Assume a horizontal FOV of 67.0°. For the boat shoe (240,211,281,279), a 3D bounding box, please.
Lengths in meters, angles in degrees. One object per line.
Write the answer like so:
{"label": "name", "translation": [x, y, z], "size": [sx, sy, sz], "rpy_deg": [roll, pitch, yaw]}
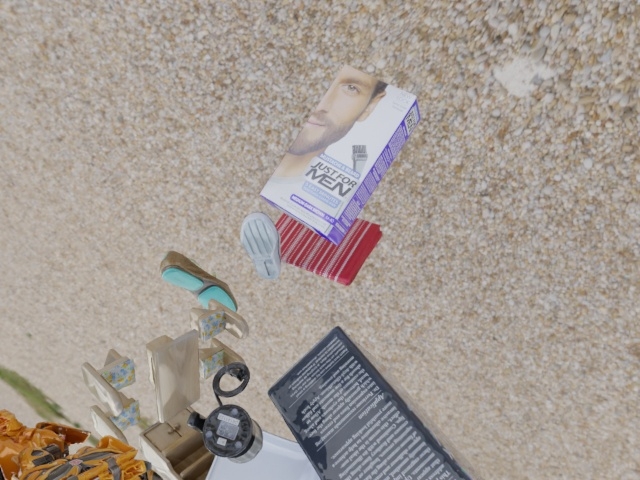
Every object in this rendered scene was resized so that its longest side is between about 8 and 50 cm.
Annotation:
{"label": "boat shoe", "translation": [-0.134, 0.000, 1.107], "size": [0.083, 0.076, 0.226], "rpy_deg": [1, 142, 1]}

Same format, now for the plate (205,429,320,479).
{"label": "plate", "translation": [-0.139, 0.535, 0.996], "size": [0.278, 0.277, 0.045], "rpy_deg": [33, 162, -31]}

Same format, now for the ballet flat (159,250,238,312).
{"label": "ballet flat", "translation": [-0.404, 0.137, 1.644], "size": [0.116, 0.124, 0.342], "rpy_deg": [-32, 133, 19]}

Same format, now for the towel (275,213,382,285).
{"label": "towel", "translation": [0.000, 0.000, 1.253], "size": [0.275, 0.199, 0.031], "rpy_deg": [19, 147, 25]}

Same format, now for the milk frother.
{"label": "milk frother", "translation": [-0.152, 0.313, 0.875], "size": [0.129, 0.143, 0.135], "rpy_deg": [32, 157, 17]}

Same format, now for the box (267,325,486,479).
{"label": "box", "translation": [0.125, 0.416, 0.983], "size": [0.395, 0.212, 0.293], "rpy_deg": [46, 178, 40]}

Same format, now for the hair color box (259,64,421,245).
{"label": "hair color box", "translation": [0.045, -0.183, 1.038], "size": [0.185, 0.339, 0.110], "rpy_deg": [32, 176, 21]}

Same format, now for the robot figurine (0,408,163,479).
{"label": "robot figurine", "translation": [-0.308, 0.250, 0.499], "size": [0.291, 0.211, 0.085], "rpy_deg": [-2, 90, 27]}

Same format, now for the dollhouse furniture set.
{"label": "dollhouse furniture set", "translation": [-0.323, 0.417, 1.191], "size": [0.256, 0.362, 0.394], "rpy_deg": [25, 123, 32]}
